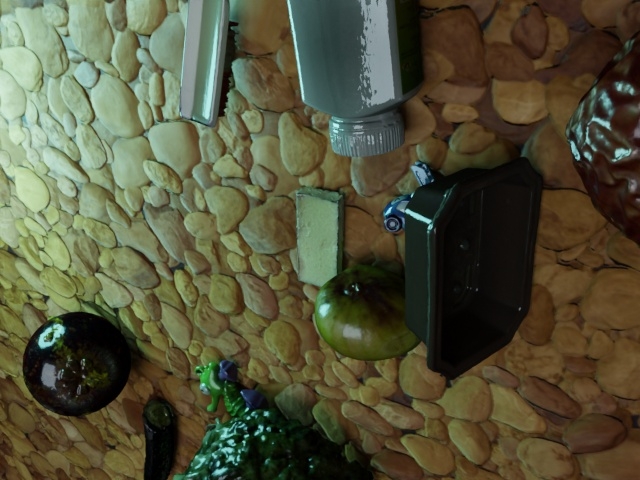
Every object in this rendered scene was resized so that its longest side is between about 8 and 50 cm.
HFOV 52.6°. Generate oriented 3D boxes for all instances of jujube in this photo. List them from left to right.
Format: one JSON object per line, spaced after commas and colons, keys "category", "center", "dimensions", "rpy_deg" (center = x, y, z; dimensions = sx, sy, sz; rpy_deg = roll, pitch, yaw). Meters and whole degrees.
{"category": "jujube", "center": [0.335, -0.076, 0.555], "dimensions": [0.232, 0.213, 0.213], "rpy_deg": [36, 128, 7]}

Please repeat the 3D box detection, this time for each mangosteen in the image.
{"category": "mangosteen", "center": [-0.461, 0.225, 1.221], "dimensions": [0.217, 0.192, 0.192], "rpy_deg": [9, 126, 63]}

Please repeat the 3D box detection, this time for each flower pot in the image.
{"category": "flower pot", "center": [0.164, 0.024, 0.755], "dimensions": [0.084, 0.178, 0.251], "rpy_deg": [29, 132, 45]}

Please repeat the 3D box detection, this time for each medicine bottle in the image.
{"category": "medicine bottle", "center": [0.044, -0.197, 0.731], "dimensions": [0.131, 0.088, 0.189], "rpy_deg": [6, 119, 27]}

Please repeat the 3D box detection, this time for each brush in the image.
{"category": "brush", "center": [-0.128, -0.303, 0.803], "dimensions": [0.060, 0.050, 0.321], "rpy_deg": [21, 117, 21]}

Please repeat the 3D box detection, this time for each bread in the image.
{"category": "bread", "center": [0.000, 0.000, 0.907], "dimensions": [0.068, 0.028, 0.154], "rpy_deg": [14, 123, 23]}

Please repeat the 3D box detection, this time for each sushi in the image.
{"category": "sushi", "center": [-0.101, 0.443, 1.097], "dimensions": [0.294, 0.178, 0.352], "rpy_deg": [37, 131, -5]}

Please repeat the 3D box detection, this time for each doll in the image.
{"category": "doll", "center": [-0.149, 0.287, 1.143], "dimensions": [0.190, 0.050, 0.115], "rpy_deg": [43, 131, -2]}

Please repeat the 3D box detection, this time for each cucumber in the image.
{"category": "cucumber", "center": [-0.329, 0.429, 1.320], "dimensions": [0.067, 0.067, 0.245], "rpy_deg": [21, 127, 18]}

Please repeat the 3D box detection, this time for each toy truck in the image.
{"category": "toy truck", "center": [0.121, -0.049, 0.798], "dimensions": [0.073, 0.056, 0.090], "rpy_deg": [22, 112, 13]}

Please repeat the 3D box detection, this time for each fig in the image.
{"category": "fig", "center": [0.067, 0.097, 0.855], "dimensions": [0.152, 0.136, 0.121], "rpy_deg": [22, 135, 2]}
